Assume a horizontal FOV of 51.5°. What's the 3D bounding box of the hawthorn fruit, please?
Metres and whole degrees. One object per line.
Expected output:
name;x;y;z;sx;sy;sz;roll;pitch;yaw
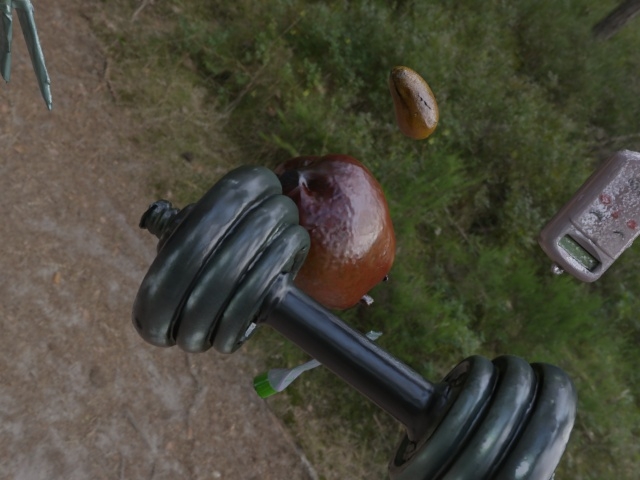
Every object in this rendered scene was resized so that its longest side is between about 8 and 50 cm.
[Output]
hawthorn fruit;-0.007;-0.016;1.195;0.295;0.295;0.311;65;5;26

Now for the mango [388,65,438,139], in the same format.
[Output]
mango;0.195;-0.287;1.361;0.105;0.084;0.159;-57;138;-46

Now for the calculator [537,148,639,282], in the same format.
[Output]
calculator;0.339;-0.026;0.797;0.100;0.175;0.032;36;11;-19

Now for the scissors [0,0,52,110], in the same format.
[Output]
scissors;-0.294;-0.315;0.605;0.255;0.384;0.029;21;32;34

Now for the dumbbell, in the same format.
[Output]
dumbbell;0.023;0.092;0.535;0.406;0.179;0.179;35;21;6

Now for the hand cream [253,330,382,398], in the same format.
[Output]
hand cream;-0.006;0.240;1.322;0.050;0.275;0.079;61;15;-10
